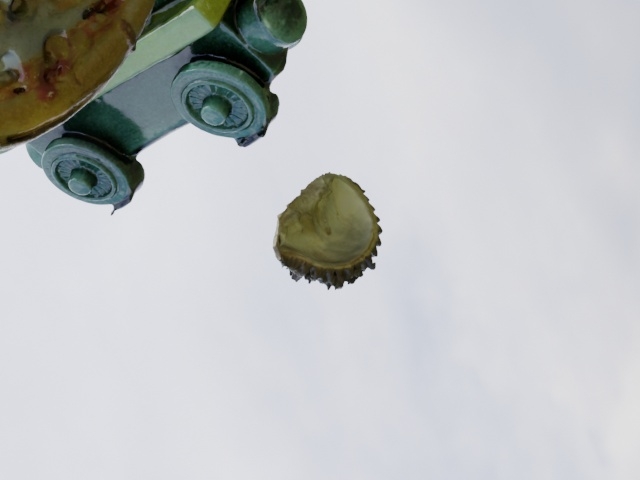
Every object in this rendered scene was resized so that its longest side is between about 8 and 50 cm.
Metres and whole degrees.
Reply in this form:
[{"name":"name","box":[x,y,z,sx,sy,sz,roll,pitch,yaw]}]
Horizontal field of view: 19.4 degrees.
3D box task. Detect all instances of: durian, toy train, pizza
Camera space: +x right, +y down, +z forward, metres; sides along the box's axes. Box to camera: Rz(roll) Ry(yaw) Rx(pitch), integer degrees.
[{"name":"durian","box":[0.008,-0.003,1.297,0.130,0.052,0.066,-48,-47,-53]},{"name":"toy train","box":[-0.175,-0.170,1.604,0.237,0.369,0.150,42,-130,-23]},{"name":"pizza","box":[-0.178,-0.169,1.204,0.184,0.036,0.176,-43,-56,-23]}]
